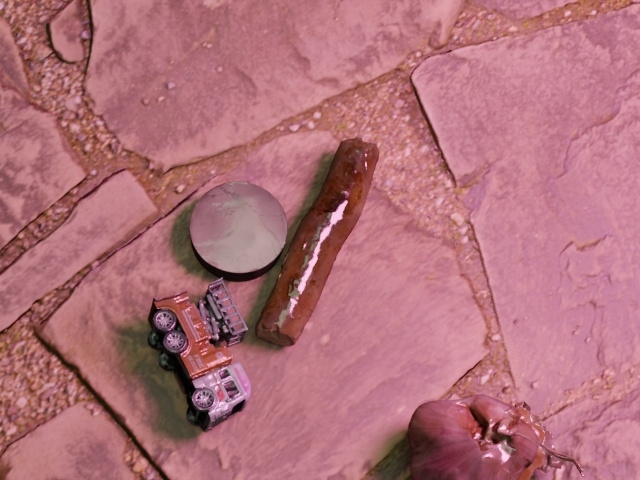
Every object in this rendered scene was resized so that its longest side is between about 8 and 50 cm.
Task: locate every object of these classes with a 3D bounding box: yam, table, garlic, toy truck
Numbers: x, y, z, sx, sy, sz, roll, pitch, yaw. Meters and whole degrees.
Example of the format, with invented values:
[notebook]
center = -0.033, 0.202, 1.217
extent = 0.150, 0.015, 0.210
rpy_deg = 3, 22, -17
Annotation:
[yam]
center = 0.000, 0.000, 1.694
extent = 0.067, 0.071, 0.317
rpy_deg = 9, 65, 37
[table]
center = -0.113, -0.012, 1.699
extent = 0.134, 0.043, 0.133
rpy_deg = 2, 70, -5
[garlic]
center = 0.244, 0.268, 1.557
extent = 0.207, 0.257, 0.207
rpy_deg = 23, 59, -44
[toy truck]
center = -0.147, 0.151, 1.622
extent = 0.115, 0.080, 0.177
rpy_deg = -21, 72, -22
